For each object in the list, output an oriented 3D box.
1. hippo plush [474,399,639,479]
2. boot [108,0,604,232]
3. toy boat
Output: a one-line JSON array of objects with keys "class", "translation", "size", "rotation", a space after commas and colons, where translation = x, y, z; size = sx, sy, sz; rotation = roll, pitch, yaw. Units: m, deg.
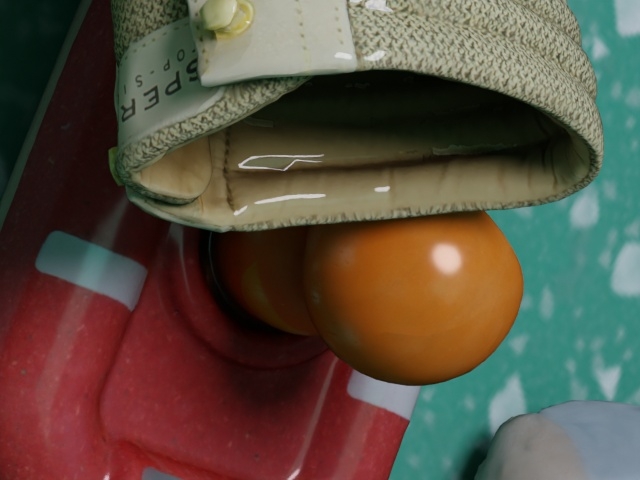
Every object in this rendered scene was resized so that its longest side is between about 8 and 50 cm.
[{"class": "hippo plush", "translation": [0.156, 0.189, 0.716], "size": [0.294, 0.234, 0.237], "rotation": [-63, 162, -62]}, {"class": "boot", "translation": [-0.054, -0.110, 0.476], "size": [0.262, 0.095, 0.203], "rotation": [9, 63, -22]}, {"class": "toy boat", "translation": [0.000, 0.000, 0.567], "size": [0.151, 0.151, 0.231], "rotation": [23, 85, -36]}]
